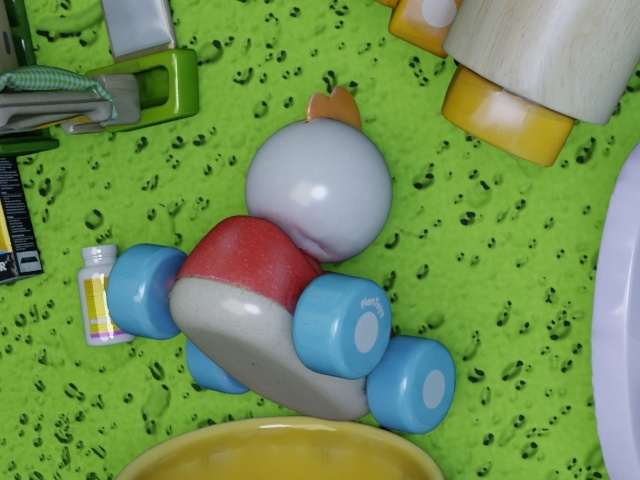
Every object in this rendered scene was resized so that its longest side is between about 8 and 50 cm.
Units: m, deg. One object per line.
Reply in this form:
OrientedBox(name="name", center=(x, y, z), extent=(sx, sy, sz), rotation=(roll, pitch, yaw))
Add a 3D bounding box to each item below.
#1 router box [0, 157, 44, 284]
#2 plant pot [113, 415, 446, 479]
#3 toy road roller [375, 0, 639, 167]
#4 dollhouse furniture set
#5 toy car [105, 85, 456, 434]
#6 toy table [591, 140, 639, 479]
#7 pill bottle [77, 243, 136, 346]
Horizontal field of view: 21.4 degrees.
OrientedBox(name="router box", center=(-0.341, -0.012, 1.491), extent=(0.179, 0.046, 0.133), rotation=(-16, 86, 24))
OrientedBox(name="plant pot", center=(-0.028, 0.291, 1.277), extent=(0.254, 0.254, 0.239), rotation=(7, 112, 23))
OrientedBox(name="toy road roller", center=(0.102, -0.202, 1.134), extent=(0.241, 0.329, 0.202), rotation=(25, 104, -2))
OrientedBox(name="dollhouse furniture set", center=(-0.254, -0.148, 1.304), extent=(0.198, 0.301, 0.151), rotation=(-11, 91, 27))
OrientedBox(name="toy car", center=(0.000, 0.000, 1.294), extent=(0.219, 0.210, 0.238), rotation=(8, 68, 37))
OrientedBox(name="toy table", center=(0.294, 0.066, 1.125), extent=(0.161, 0.252, 0.274), rotation=(5, 115, 39))
OrientedBox(name="pill bottle", center=(-0.181, 0.046, 1.425), extent=(0.043, 0.043, 0.083), rotation=(-7, 90, 24))
